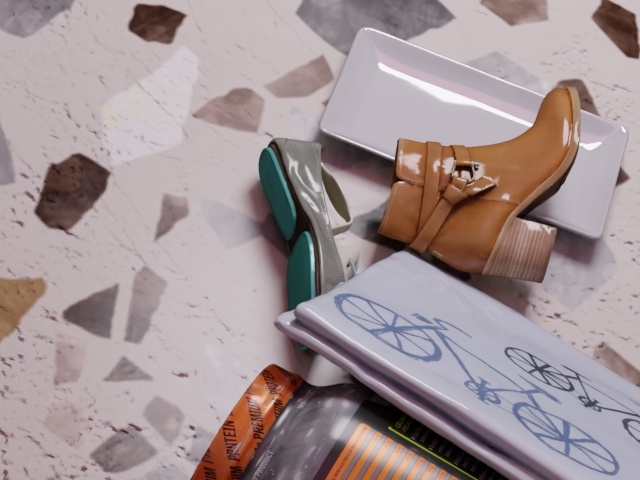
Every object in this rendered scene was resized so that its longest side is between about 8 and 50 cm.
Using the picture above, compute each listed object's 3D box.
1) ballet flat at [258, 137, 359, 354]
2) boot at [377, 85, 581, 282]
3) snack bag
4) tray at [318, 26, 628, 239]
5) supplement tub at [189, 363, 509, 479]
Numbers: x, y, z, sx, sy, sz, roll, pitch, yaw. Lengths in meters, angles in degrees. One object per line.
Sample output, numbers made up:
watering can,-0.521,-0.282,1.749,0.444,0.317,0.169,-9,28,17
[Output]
ballet flat,0.000,0.000,1.623,0.068,0.072,0.213,1,54,-21
boot,0.140,-0.067,1.673,0.152,0.073,0.197,16,63,2
snack bag,0.147,0.113,1.498,0.323,0.037,0.342,31,15,9
tray,0.140,-0.093,1.756,0.270,0.030,0.145,21,52,0
supplement tub,0.061,0.231,1.391,0.316,0.193,0.193,31,52,8
